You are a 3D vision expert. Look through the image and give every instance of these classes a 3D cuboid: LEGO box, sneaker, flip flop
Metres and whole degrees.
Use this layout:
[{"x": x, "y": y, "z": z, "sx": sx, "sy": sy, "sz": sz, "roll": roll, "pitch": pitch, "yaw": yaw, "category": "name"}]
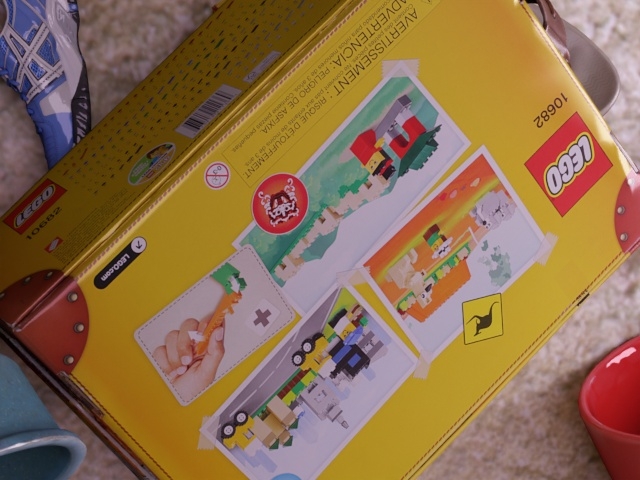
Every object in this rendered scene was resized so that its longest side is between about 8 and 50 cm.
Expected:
[{"x": 0.000, "y": 0.000, "z": 1.556, "sx": 0.500, "sy": 0.193, "sz": 0.372, "roll": -44, "pitch": 119, "yaw": -11, "category": "LEGO box"}, {"x": -0.245, "y": -0.144, "z": 1.592, "sx": 0.081, "sy": 0.080, "sz": 0.211, "roll": -9, "pitch": 84, "yaw": -11, "category": "sneaker"}, {"x": 0.173, "y": -0.207, "z": 1.713, "sx": 0.277, "sy": 0.080, "sz": 0.112, "roll": 43, "pitch": 79, "yaw": -13, "category": "flip flop"}]

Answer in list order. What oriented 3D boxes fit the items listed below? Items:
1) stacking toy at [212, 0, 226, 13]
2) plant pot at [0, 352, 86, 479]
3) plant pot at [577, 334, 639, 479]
[{"x": 0.019, "y": -0.155, "z": 1.684, "sx": 0.167, "sy": 0.052, "sz": 0.221, "roll": -30, "pitch": 104, "yaw": -16, "category": "stacking toy"}, {"x": -0.399, "y": 0.089, "z": 1.351, "sx": 0.341, "sy": 0.341, "sz": 0.334, "roll": -25, "pitch": 77, "yaw": -15, "category": "plant pot"}, {"x": 0.404, "y": 0.222, "z": 1.714, "sx": 0.275, "sy": 0.275, "sz": 0.243, "roll": -25, "pitch": 109, "yaw": -15, "category": "plant pot"}]
